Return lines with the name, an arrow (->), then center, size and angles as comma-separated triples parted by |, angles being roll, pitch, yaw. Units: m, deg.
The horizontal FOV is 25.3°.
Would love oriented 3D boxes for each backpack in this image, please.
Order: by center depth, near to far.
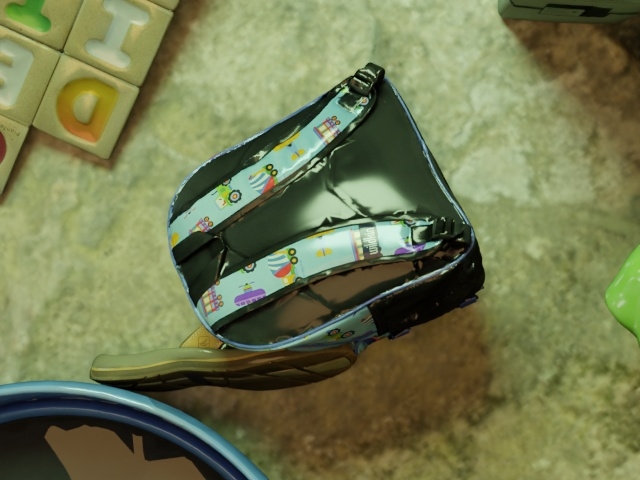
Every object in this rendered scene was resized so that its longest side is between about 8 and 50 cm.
backpack -> 0.000, 0.000, 0.896 | 0.173, 0.117, 0.158 | -28, 65, 2

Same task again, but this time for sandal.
sandal -> -0.067, 0.072, 0.954 | 0.180, 0.072, 0.049 | -4, 72, 9

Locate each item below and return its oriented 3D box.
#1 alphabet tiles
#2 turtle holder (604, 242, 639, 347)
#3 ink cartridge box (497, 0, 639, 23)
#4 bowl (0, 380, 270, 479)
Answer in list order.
alphabet tiles -> -0.224, -0.206, 0.913 | 0.285, 0.011, 0.342 | 24, 110, -9
turtle holder -> 0.309, -0.086, 0.845 | 0.227, 0.243, 0.320 | 28, 130, 10
ink cartridge box -> 0.161, -0.212, 0.843 | 0.087, 0.208, 0.153 | 5, 95, 1
bowl -> -0.176, 0.284, 0.964 | 0.391, 0.077, 0.391 | 0, 94, 4
